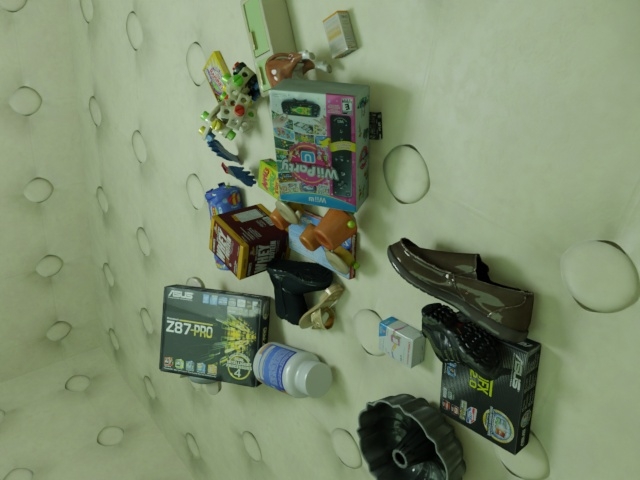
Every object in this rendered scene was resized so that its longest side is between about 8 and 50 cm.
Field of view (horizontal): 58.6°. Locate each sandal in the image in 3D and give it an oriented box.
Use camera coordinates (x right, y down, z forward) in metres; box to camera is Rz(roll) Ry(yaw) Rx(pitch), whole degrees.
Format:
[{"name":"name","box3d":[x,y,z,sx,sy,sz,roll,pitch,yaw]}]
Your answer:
[{"name":"sandal","box3d":[0.011,0.232,1.728,0.079,0.088,0.240,58,136,26]}]

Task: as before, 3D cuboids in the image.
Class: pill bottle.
[{"name":"pill bottle","box3d":[-0.090,0.433,1.883,0.272,0.152,0.152,5,108,51]}]

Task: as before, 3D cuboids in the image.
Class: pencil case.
[{"name":"pencil case","box3d":[-0.333,-0.047,2.012,0.133,0.119,0.306,-1,106,21]}]

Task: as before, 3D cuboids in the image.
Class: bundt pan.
[{"name":"bundt pan","box3d":[0.253,0.560,1.531,0.330,0.124,0.331,23,121,45]}]

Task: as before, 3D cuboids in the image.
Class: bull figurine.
[{"name":"bull figurine","box3d":[-0.036,-0.351,1.500,0.188,0.101,0.310,-14,113,34]}]

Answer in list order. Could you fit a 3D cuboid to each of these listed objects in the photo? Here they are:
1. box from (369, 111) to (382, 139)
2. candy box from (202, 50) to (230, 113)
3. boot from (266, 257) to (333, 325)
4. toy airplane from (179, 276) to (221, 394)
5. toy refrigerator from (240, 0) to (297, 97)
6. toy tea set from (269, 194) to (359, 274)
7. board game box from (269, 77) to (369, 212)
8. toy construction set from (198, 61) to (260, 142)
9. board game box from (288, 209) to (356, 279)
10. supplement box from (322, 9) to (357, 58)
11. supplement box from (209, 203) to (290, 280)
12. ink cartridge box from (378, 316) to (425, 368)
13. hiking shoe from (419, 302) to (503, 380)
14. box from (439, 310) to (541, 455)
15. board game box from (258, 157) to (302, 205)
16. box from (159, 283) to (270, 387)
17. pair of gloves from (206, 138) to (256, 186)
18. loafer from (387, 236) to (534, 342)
[{"name":"box","box3d":[0.119,-0.289,1.431,0.083,0.018,0.067,15,116,48]},{"name":"candy box","box3d":[-0.325,-0.511,1.888,0.105,0.027,0.206,-36,76,48]},{"name":"boot","box3d":[-0.053,0.172,1.784,0.246,0.094,0.207,10,125,33]},{"name":"toy airplane","box3d":[-0.465,0.385,2.236,0.386,0.272,0.384,57,140,19]},{"name":"toy refrigerator","box3d":[-0.138,-0.546,1.584,0.102,0.094,0.270,-2,103,51]},{"name":"toy tea set","box3d":[-0.010,-0.058,1.588,0.336,0.124,0.200,35,160,29]},{"name":"board game box","box3d":[0.004,-0.237,1.430,0.223,0.097,0.304,10,126,20]},{"name":"toy construction set","box3d":[-0.263,-0.399,1.694,0.151,0.215,0.327,42,169,-18]},{"name":"board game box","box3d":[0.000,0.000,1.694,0.281,0.027,0.145,26,125,43]},{"name":"supplement box","box3d":[0.048,-0.510,1.412,0.062,0.036,0.099,-10,96,52]},{"name":"supplement box","box3d":[-0.226,0.000,1.839,0.191,0.194,0.129,40,133,35]},{"name":"ink cartridge box","box3d":[0.215,0.270,1.516,0.122,0.052,0.089,23,121,43]},{"name":"hiking shoe","box3d":[0.312,0.240,1.275,0.227,0.086,0.114,45,148,40]},{"name":"box","box3d":[0.384,0.324,1.319,0.216,0.060,0.270,23,121,46]},{"name":"board game box","box3d":[-0.122,-0.176,1.760,0.181,0.043,0.092,35,130,38]},{"name":"box","box3d":[-0.381,0.337,2.052,0.394,0.097,0.319,6,92,17]},{"name":"pair of gloves","box3d":[-0.290,-0.256,1.861,0.023,0.159,0.198,-42,62,16]},{"name":"loafer","box3d":[0.316,0.080,1.272,0.366,0.133,0.130,32,105,28]}]
